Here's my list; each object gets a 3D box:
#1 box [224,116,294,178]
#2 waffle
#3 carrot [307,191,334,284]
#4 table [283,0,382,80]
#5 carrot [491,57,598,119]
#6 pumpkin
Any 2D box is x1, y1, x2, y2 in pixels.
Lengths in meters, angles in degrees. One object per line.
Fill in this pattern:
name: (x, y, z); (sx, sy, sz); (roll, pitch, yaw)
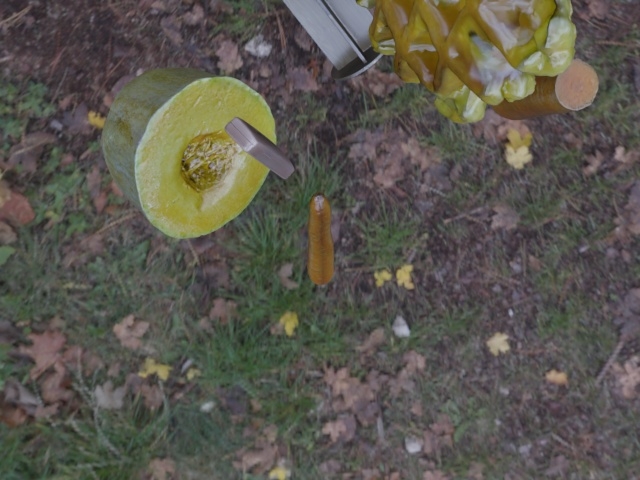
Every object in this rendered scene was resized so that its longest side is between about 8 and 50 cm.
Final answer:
box: (-0.068, -0.107, 0.949); (0.025, 0.115, 0.048); (-48, 65, 6)
waffle: (0.088, -0.244, 0.575); (0.068, 0.302, 0.324); (-7, 110, -19)
carrot: (0.000, 0.000, 1.203); (0.043, 0.043, 0.248); (-1, 151, 0)
table: (0.028, -0.484, 1.762); (0.167, 0.167, 0.226); (-34, 119, 16)
carrot: (0.263, -0.183, 1.009); (0.067, 0.225, 0.067); (-1, 96, -8)
pumpkin: (-0.272, -0.193, 1.601); (0.332, 0.199, 0.332); (-30, 139, -31)
